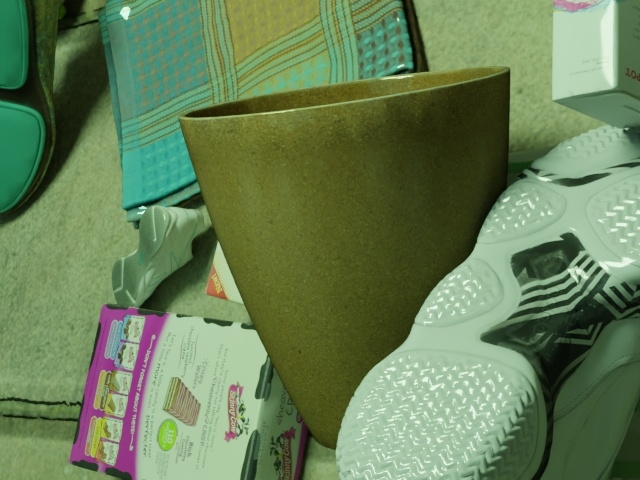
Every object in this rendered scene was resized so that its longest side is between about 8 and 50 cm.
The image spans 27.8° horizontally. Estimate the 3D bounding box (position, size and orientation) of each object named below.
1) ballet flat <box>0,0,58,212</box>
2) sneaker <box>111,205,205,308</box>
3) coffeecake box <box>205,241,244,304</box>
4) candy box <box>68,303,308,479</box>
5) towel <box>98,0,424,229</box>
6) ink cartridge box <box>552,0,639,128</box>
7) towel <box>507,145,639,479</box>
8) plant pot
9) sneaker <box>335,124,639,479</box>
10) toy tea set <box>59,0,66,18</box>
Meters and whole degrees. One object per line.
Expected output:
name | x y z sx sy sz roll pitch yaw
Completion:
ballet flat | -0.332 -0.179 1.390 0.123 0.123 0.348 57 148 35
sneaker | -0.158 0.021 1.268 0.152 0.061 0.053 -51 56 42
coffeecake box | 0.000 0.000 1.124 0.186 0.068 0.142 11 86 42
candy box | -0.116 0.149 1.179 0.233 0.071 0.159 5 81 42
towel | -0.074 -0.199 1.264 0.370 0.040 0.271 -25 64 33
ink cartridge box | 0.194 -0.141 0.842 0.052 0.089 0.122 -8 76 43
towel | 0.184 0.084 0.965 0.248 0.038 0.324 -7 73 38
plant pot | 0.035 0.015 0.941 0.237 0.237 0.254 -1 102 40
sneaker | 0.166 0.089 0.876 0.137 0.210 0.366 24 60 39
toy tea set | -0.237 -0.333 1.418 0.336 0.124 0.200 4 51 44
